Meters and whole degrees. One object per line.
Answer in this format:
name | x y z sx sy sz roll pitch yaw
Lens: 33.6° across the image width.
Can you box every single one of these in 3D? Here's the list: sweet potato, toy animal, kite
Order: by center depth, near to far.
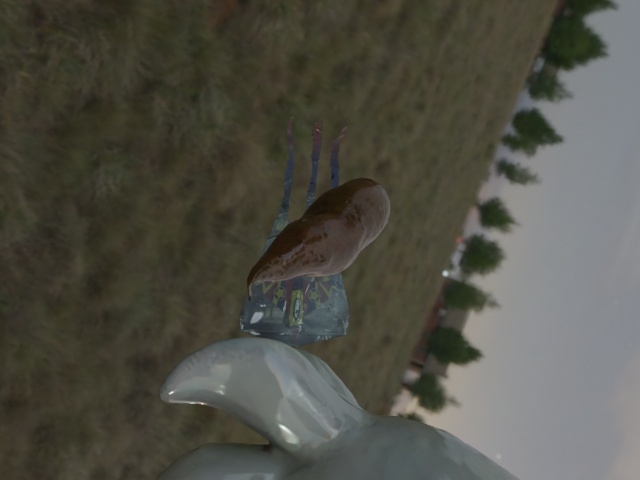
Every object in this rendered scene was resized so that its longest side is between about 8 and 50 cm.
toy animal | 0.037 0.195 0.554 0.183 0.247 0.310 -56 -150 21
sweet potato | 0.000 0.000 0.747 0.195 0.056 0.056 -37 149 -57
kite | -0.016 -0.007 1.134 0.141 0.015 0.245 6 92 -38
